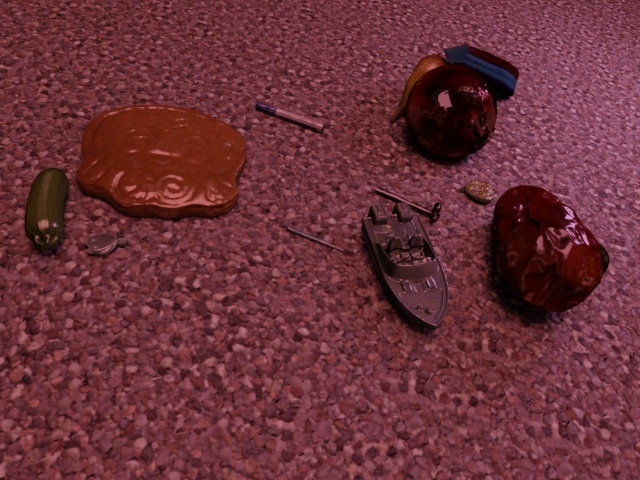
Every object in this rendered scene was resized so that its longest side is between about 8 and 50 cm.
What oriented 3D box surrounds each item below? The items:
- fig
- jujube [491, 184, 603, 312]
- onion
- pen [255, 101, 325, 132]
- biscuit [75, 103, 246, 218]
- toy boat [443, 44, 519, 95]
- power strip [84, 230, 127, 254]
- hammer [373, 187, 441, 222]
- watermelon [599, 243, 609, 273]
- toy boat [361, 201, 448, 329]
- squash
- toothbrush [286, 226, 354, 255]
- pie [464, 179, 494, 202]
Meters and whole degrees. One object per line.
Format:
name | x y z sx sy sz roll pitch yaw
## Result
fig | 0.295 -0.429 1.577 0.257 0.159 0.159 -43 68 -14
jujube | 0.498 0.000 1.203 0.216 0.216 0.342 11 35 -3
onion | 0.377 -0.358 1.445 0.272 0.195 0.272 1 86 -14
pen | -0.085 -0.343 1.473 0.204 0.025 0.025 20 49 6
biscuit | -0.373 -0.203 1.264 0.385 0.062 0.365 6 50 -8
toy boat | 0.514 -0.519 1.633 0.136 0.079 0.392 7 3 44
power strip | -0.442 0.001 1.092 0.083 0.035 0.055 -15 55 -21
hammer | 0.218 -0.098 1.337 0.178 0.021 0.065 23 49 11
watermelon | 0.630 0.043 1.254 0.109 0.109 0.109 6 49 -7
toy boat | 0.192 0.053 1.151 0.141 0.092 0.319 -6 53 -15
squash | -0.566 -0.068 1.098 0.077 0.068 0.219 6 47 -29
toothbrush | 0.000 0.000 1.204 0.167 0.014 0.011 21 58 6
pie | 0.423 -0.130 1.407 0.084 0.021 0.084 6 45 -6
